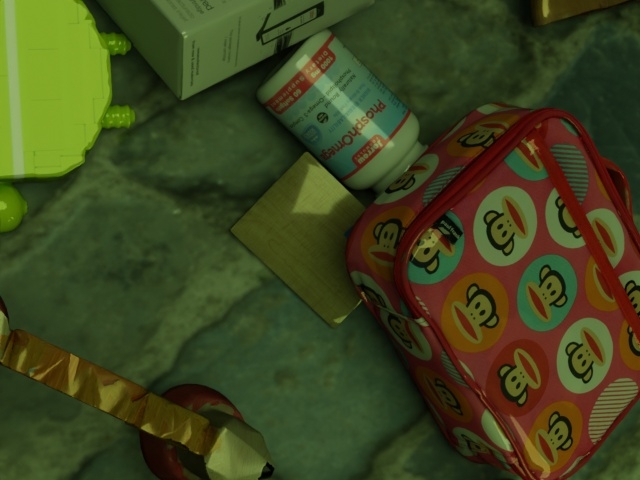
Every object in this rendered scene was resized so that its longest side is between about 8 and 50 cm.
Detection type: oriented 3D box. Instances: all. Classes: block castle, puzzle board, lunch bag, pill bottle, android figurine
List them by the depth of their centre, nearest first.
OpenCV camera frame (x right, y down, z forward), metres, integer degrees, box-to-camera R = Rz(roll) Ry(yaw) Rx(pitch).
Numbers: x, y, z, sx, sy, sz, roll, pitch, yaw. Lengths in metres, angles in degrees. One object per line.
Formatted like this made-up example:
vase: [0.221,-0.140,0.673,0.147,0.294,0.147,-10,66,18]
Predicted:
block castle: [-0.262,0.275,1.065,0.303,0.213,0.453,28,81,-17]
android figurine: [-0.286,-0.129,1.162,0.272,0.056,0.248,-5,87,-16]
lunch bag: [0.181,0.034,1.226,0.258,0.120,0.293,-44,118,-20]
pill bottle: [0.028,-0.101,1.236,0.160,0.087,0.087,43,76,-9]
puzzle board: [0.000,0.000,1.245,0.128,0.011,0.096,43,97,-10]

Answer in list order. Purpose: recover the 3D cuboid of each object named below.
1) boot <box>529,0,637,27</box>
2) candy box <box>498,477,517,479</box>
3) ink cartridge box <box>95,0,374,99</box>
boot: [0.170,-0.330,1.297,0.264,0.096,0.281,-13,94,-35]
candy box: [0.063,0.341,1.214,0.316,0.087,0.183,-17,91,-17]
ink cartridge box: [-0.071,-0.227,1.175,0.203,0.086,0.148,-31,65,-24]
